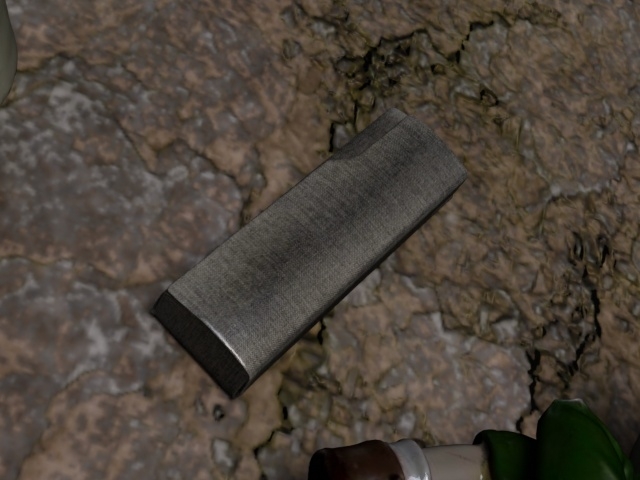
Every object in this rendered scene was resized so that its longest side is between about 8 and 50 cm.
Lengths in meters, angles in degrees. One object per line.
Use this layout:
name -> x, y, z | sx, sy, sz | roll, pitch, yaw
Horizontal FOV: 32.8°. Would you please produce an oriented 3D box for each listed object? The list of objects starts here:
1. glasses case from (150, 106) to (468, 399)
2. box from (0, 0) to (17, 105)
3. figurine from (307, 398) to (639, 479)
glasses case -> 0.000, 0.000, 0.642 | 0.071, 0.047, 0.205 | 46, 59, 6
box -> -0.373, -0.083, 0.448 | 0.373, 0.090, 0.367 | 37, 68, 10
figurine -> 0.177, 0.158, 0.574 | 0.369, 0.167, 0.282 | 0, 99, -11
